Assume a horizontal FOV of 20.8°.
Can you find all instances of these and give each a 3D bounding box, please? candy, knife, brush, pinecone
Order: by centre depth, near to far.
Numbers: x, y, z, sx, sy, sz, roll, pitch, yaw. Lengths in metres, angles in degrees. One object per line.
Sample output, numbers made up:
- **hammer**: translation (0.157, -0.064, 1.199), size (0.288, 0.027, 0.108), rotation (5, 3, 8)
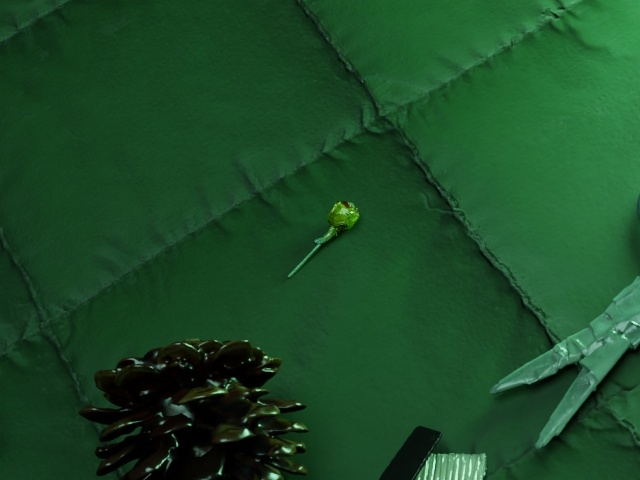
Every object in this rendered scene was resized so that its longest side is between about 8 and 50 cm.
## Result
- **brush**: translation (0.118, 0.343, 1.849), size (0.090, 0.017, 0.314), rotation (-3, 40, 17)
- **knife**: translation (0.057, 0.311, 1.927), size (0.245, 0.019, 0.072), rotation (-57, 21, -12)
- **pinecone**: translation (-0.125, 0.227, 1.929), size (0.264, 0.264, 0.264), rotation (-9, 56, 13)
- **candy**: translation (0.000, 0.000, 2.166), size (0.035, 0.035, 0.123), rotation (41, 87, 23)

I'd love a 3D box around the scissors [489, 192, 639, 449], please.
- **scissors**: translation (0.362, 0.089, 1.978), size (0.383, 0.029, 0.256), rotation (-40, 55, -11)
